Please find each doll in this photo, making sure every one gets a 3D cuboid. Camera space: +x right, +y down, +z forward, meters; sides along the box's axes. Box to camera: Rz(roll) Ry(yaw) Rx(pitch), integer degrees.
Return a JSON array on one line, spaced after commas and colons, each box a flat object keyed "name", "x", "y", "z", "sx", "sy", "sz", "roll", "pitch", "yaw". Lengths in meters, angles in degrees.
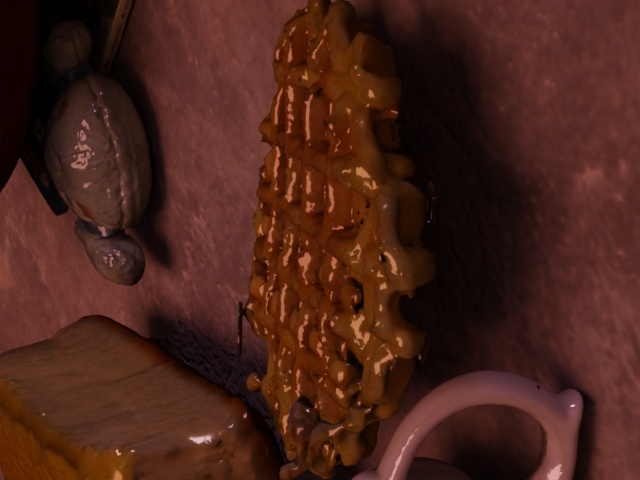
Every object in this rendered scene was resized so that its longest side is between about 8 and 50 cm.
[{"name": "doll", "x": -0.178, "y": -0.069, "z": 1.099, "sx": 0.103, "sy": 0.071, "sz": 0.214, "roll": 8, "pitch": 112, "yaw": 62}]

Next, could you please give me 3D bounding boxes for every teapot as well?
[{"name": "teapot", "x": 0.075, "y": 0.214, "z": 0.782, "sx": 0.208, "sy": 0.165, "sz": 0.300, "roll": -79, "pitch": -1, "yaw": -68}]

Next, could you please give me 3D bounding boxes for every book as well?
[{"name": "book", "x": -0.240, "y": -0.202, "z": 1.183, "sx": 0.228, "sy": 0.018, "sz": 0.322, "roll": 57, "pitch": 142, "yaw": 25}]

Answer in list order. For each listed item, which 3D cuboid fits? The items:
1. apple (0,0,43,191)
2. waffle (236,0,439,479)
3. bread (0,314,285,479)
[{"name": "apple", "x": -0.356, "y": -0.158, "z": 1.088, "sx": 0.329, "sy": 0.295, "sz": 0.365, "roll": 48, "pitch": 133, "yaw": 32}, {"name": "waffle", "x": 0.003, "y": 0.000, "z": 0.815, "sx": 0.280, "sy": 0.060, "sz": 0.262, "roll": 116, "pitch": 151, "yaw": -57}, {"name": "bread", "x": -0.122, "y": 0.243, "z": 1.042, "sx": 0.323, "sy": 0.143, "sz": 0.333, "roll": 22, "pitch": 129, "yaw": 57}]
